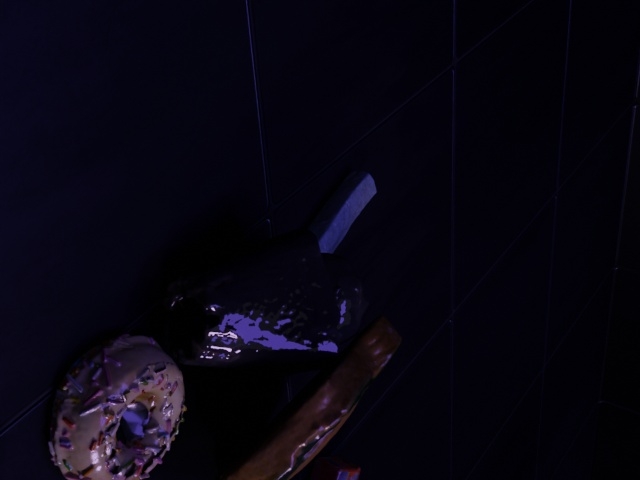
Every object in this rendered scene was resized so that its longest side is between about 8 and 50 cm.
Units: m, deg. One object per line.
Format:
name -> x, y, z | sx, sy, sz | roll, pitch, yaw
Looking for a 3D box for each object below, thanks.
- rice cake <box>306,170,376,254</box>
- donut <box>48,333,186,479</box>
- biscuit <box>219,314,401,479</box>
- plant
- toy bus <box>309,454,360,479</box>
rice cake -> 0.000, 0.000, 1.343 | 0.245, 0.042, 0.045 | -54, 143, -29
donut -> -0.205, 0.183, 1.061 | 0.174, 0.068, 0.175 | -36, 135, -48
biscuit -> -0.008, 0.210, 1.222 | 0.287, 0.057, 0.344 | -45, 177, -16
plant -> -0.053, 0.076, 1.162 | 0.256, 0.142, 0.164 | -8, 81, -44
toy bus -> 0.002, 0.429, 1.554 | 0.077, 0.065, 0.192 | 18, 89, -50
